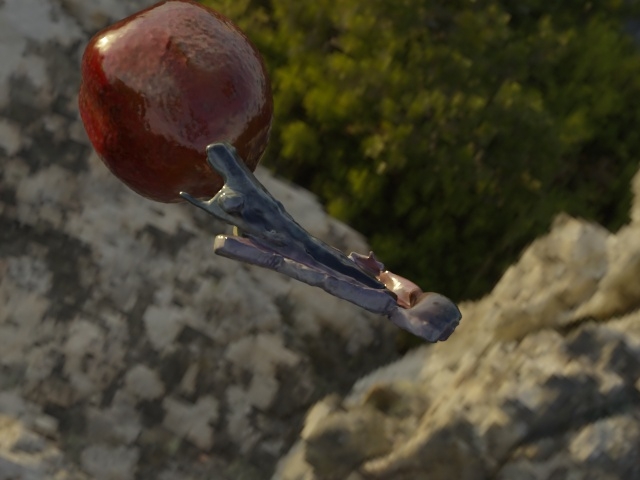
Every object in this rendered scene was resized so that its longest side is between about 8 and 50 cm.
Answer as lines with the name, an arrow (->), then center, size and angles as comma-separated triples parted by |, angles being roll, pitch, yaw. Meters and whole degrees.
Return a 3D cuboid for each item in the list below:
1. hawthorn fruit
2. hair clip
hawthorn fruit -> -0.114, -0.111, 1.465 | 0.169, 0.169, 0.188 | -29, 68, -41
hair clip -> -0.005, 0.007, 1.096 | 0.187, 0.056, 0.146 | 33, 6, -6
